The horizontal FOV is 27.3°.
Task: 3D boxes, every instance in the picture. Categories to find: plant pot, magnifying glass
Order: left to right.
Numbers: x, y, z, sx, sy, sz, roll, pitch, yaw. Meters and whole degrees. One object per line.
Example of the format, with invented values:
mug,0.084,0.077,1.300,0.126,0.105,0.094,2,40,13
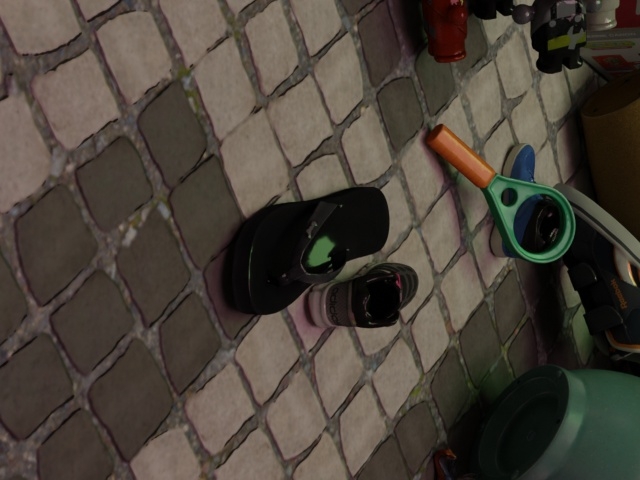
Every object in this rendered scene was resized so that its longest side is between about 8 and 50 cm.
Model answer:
magnifying glass,0.213,-0.057,1.550,0.231,0.026,0.092,38,82,-22
plant pot,0.305,0.269,1.580,0.196,0.293,0.293,36,60,-18
plant pot,0.469,-0.101,1.822,0.254,0.237,0.237,55,48,-19

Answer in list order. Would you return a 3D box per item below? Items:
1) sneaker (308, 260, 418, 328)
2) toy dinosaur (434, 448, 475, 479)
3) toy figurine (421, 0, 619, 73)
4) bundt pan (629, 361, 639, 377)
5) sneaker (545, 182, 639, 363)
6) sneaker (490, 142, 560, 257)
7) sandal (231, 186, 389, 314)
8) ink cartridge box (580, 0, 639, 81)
sneaker,0.064,0.060,1.382,0.170,0.075,0.063,-11,101,-53
toy dinosaur,0.151,0.288,1.544,0.090,0.047,0.082,-45,107,-27
toy figurine,0.224,-0.292,1.465,0.213,0.210,0.148,-42,134,-45
bundt pan,0.528,0.187,1.869,0.331,0.124,0.330,168,-90,-86
sneaker,0.385,0.071,1.702,0.127,0.321,0.126,-44,169,-1
sneaker,0.268,-0.050,1.641,0.058,0.085,0.152,37,63,-48
sandal,0.000,-0.001,1.311,0.254,0.054,0.097,-30,116,-48
ink cartridge box,0.518,-0.295,1.774,0.272,0.309,0.130,22,74,-52
